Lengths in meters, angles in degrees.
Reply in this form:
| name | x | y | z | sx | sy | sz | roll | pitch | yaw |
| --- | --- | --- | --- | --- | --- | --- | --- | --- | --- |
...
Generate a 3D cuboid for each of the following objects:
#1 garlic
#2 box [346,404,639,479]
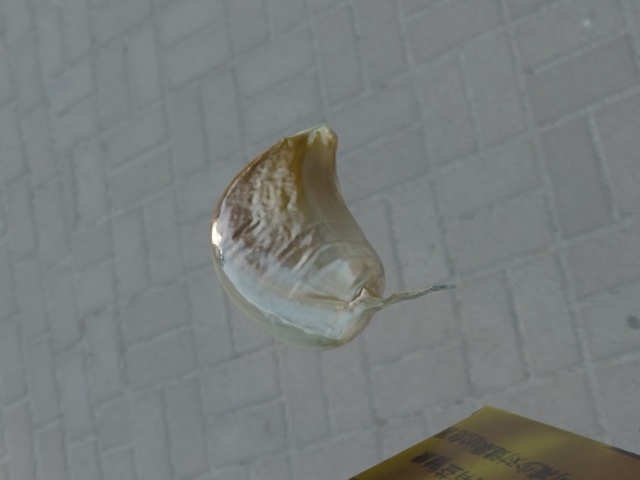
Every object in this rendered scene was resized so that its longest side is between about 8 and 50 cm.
| name | x | y | z | sx | sy | sz | roll | pitch | yaw |
| --- | --- | --- | --- | --- | --- | --- | --- | --- | --- |
| garlic | -0.003 | 0.011 | 0.788 | 0.128 | 0.090 | 0.198 | -42 | 40 | 8 |
| box | 0.025 | 0.161 | 0.502 | 0.159 | 0.240 | 0.071 | 12 | 123 | 66 |
